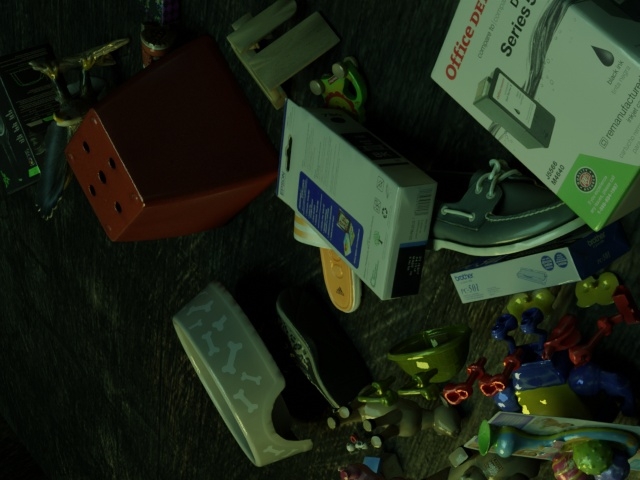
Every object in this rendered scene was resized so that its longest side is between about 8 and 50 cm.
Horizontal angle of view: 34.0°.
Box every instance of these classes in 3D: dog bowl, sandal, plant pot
[{"bbox_3d":[-0.146,0.243,1.851,0.349,0.102,0.349,54,165,22],"label":"dog bowl"},{"bbox_3d":[0.007,0.003,1.615,0.102,0.076,0.265,15,123,48],"label":"sandal"},{"bbox_3d":[-0.266,-0.142,1.746,0.267,0.235,0.267,61,146,5],"label":"plant pot"}]

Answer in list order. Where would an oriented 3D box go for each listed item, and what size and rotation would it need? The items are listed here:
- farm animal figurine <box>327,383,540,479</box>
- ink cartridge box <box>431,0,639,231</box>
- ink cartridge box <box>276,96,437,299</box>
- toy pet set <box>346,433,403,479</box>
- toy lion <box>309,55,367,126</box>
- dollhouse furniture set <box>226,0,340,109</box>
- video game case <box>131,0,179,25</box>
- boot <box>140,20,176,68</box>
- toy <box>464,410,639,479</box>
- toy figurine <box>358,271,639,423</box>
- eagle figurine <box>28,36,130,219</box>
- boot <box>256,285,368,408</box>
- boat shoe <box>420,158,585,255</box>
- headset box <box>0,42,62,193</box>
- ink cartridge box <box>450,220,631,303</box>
[{"bbox_3d":[0.193,0.343,1.527,0.326,0.172,0.330,-28,80,44],"label":"farm animal figurine"},{"bbox_3d":[0.267,-0.179,1.113,0.273,0.114,0.198,47,143,24],"label":"ink cartridge box"},{"bbox_3d":[0.039,-0.070,1.434,0.332,0.065,0.165,45,136,50],"label":"ink cartridge box"},{"bbox_3d":[0.083,0.400,1.782,0.114,0.065,0.122,-11,103,55],"label":"toy pet set"},{"bbox_3d":[0.035,-0.201,1.491,0.096,0.034,0.100,58,146,-3],"label":"toy lion"},{"bbox_3d":[-0.052,-0.285,1.553,0.144,0.123,0.151,54,180,15],"label":"dollhouse furniture set"},{"bbox_3d":[-0.303,-0.506,1.731,0.210,0.041,0.232,41,140,31],"label":"video game case"},{"bbox_3d":[-0.272,-0.314,1.753,0.158,0.059,0.085,-117,30,-69],"label":"boot"},{"bbox_3d":[0.304,0.259,1.250,0.137,0.237,0.056,112,168,-59],"label":"toy"},{"bbox_3d":[0.257,0.206,1.311,0.362,0.191,0.217,-19,111,40],"label":"toy figurine"},{"bbox_3d":[-0.438,-0.201,1.946,0.226,0.225,0.298,-10,96,44],"label":"eagle figurine"},{"bbox_3d":[-0.019,0.207,1.785,0.236,0.085,0.178,57,150,10],"label":"boot"},{"bbox_3d":[0.202,-0.046,1.290,0.319,0.116,0.099,0,112,60],"label":"boat shoe"},{"bbox_3d":[-0.630,-0.248,2.259,0.246,0.131,0.283,-9,105,55],"label":"headset box"},{"bbox_3d":[0.262,0.027,1.271,0.207,0.097,0.046,-19,96,56],"label":"ink cartridge box"}]
